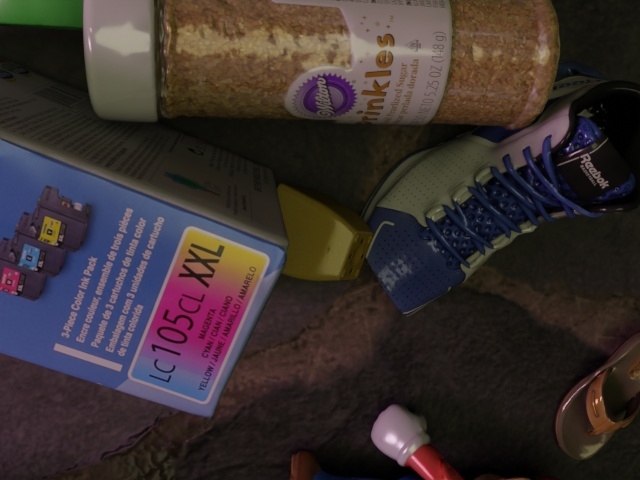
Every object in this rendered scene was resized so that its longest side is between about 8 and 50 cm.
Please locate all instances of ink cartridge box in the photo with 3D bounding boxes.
[{"bbox_3d":[-0.237,-0.043,0.556,0.396,0.270,0.151,23,102,-12],"label":"ink cartridge box"}]

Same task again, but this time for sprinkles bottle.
[{"bbox_3d":[0.001,-0.152,0.575,0.356,0.121,0.121,0,101,-10],"label":"sprinkles bottle"}]

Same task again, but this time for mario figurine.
[{"bbox_3d":[0.126,0.295,0.780,0.321,0.170,0.198,3,137,1],"label":"mario figurine"}]

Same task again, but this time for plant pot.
[{"bbox_3d":[0.000,0.000,0.683,0.083,0.081,0.081,23,98,24],"label":"plant pot"}]

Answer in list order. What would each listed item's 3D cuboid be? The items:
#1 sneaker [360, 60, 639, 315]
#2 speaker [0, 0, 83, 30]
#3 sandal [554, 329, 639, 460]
[{"bbox_3d":[0.178,-0.056,0.665,0.315,0.182,0.127,-40,103,0],"label":"sneaker"},{"bbox_3d":[-0.227,-0.323,0.572,0.131,0.131,0.296,1,105,-9],"label":"speaker"},{"bbox_3d":[0.323,0.174,0.790,0.072,0.049,0.180,32,110,-7],"label":"sandal"}]
